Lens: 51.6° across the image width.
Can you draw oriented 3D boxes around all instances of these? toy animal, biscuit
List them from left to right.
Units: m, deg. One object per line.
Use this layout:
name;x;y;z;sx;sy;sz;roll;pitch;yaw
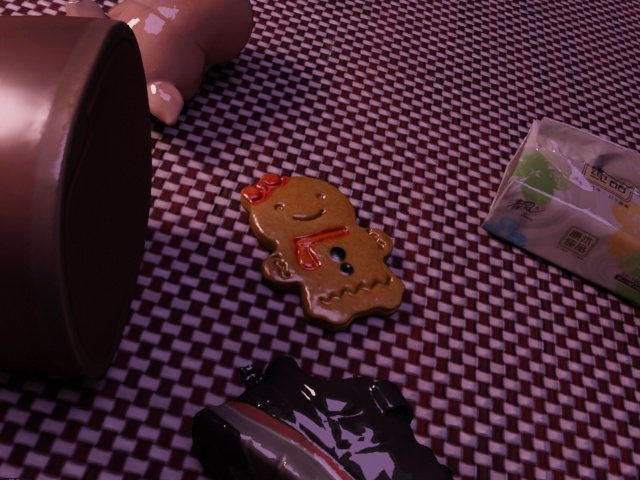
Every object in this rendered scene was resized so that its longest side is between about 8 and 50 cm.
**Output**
toy animal;-0.185;-0.263;0.850;0.167;0.154;0.250;33;51;1
biscuit;0.000;0.000;0.758;0.166;0.036;0.225;-13;55;-25

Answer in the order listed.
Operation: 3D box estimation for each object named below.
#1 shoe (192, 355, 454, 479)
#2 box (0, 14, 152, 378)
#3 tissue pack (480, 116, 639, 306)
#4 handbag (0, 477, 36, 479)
shoe;0.040;0.190;0.560;0.291;0.114;0.137;26;42;10
box;-0.274;-0.038;0.555;0.217;0.300;0.300;3;49;-5
tissue pack;0.350;-0.053;0.836;0.230;0.145;0.159;27;48;8
handbag;-0.298;0.283;0.341;0.269;0.118;0.325;10;33;-9
